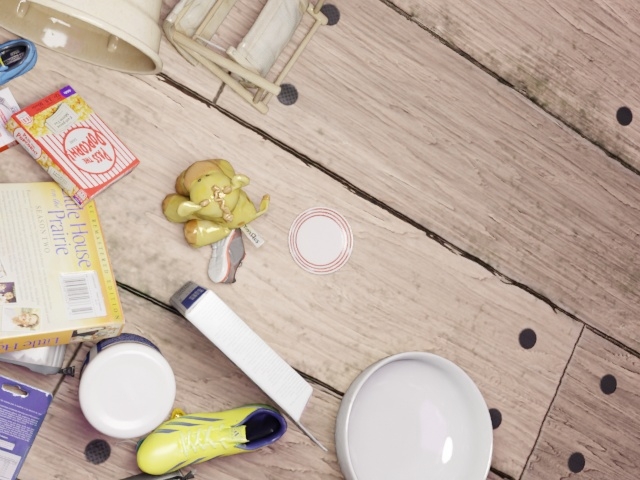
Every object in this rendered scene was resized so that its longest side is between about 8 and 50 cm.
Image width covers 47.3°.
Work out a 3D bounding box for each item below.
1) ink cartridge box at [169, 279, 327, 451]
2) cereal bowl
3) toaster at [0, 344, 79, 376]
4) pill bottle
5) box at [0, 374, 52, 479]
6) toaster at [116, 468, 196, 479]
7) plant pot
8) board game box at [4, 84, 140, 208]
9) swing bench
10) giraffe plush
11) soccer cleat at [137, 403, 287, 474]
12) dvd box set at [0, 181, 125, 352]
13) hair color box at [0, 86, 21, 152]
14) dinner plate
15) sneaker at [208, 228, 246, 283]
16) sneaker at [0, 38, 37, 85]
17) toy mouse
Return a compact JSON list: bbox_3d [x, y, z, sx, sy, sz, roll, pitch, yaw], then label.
[{"bbox_3d":[-0.124,0.210,1.316,0.330,0.324,0.071,45,78,-12],"label":"ink cartridge box"},{"bbox_3d":[0.174,0.397,1.489,0.339,0.141,0.339,5,78,-22],"label":"cereal bowl"},{"bbox_3d":[-0.528,0.151,1.292,0.227,0.129,0.146,15,82,-16],"label":"toaster"},{"bbox_3d":[-0.342,0.241,1.277,0.153,0.265,0.153,0,90,-17],"label":"pill bottle"},{"bbox_3d":[-0.589,0.356,1.312,0.136,0.036,0.225,26,82,-16],"label":"box"},{"bbox_3d":[-0.311,0.520,1.358,0.186,0.110,0.168,-12,93,-17],"label":"toaster"},{"bbox_3d":[-0.388,-0.488,1.238,0.334,0.334,0.305,17,87,-17],"label":"plant pot"},{"bbox_3d":[-0.447,-0.173,1.329,0.193,0.045,0.147,48,42,-8],"label":"board game box"},{"bbox_3d":[-0.135,-0.432,1.422,0.255,0.165,0.253,34,79,-9],"label":"swing bench"},{"bbox_3d":[-0.200,-0.077,1.348,0.210,0.170,0.181,31,80,13],"label":"giraffe plush"},{"bbox_3d":[-0.197,0.366,1.366,0.289,0.121,0.093,-8,88,-33],"label":"soccer cleat"},{"bbox_3d":[-0.564,0.042,1.201,0.420,0.062,0.307,-6,60,-32],"label":"dvd box set"},{"bbox_3d":[-0.615,-0.195,1.314,0.167,0.053,0.093,-29,96,-15],"label":"hair color box"},{"bbox_3d":[0.000,0.000,1.524,0.141,0.017,0.141,1,88,-19],"label":"dinner plate"},{"bbox_3d":[-0.178,0.012,1.456,0.065,0.061,0.158,24,75,-46],"label":"sneaker"},{"bbox_3d":[-0.605,-0.298,1.306,0.209,0.082,0.069,-36,101,-14],"label":"sneaker"},{"bbox_3d":[-0.324,0.362,1.400,0.143,0.031,0.161,-20,94,-18],"label":"toy mouse"}]
